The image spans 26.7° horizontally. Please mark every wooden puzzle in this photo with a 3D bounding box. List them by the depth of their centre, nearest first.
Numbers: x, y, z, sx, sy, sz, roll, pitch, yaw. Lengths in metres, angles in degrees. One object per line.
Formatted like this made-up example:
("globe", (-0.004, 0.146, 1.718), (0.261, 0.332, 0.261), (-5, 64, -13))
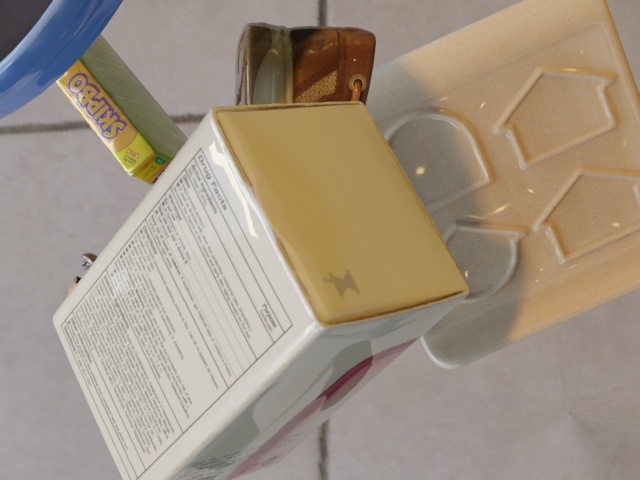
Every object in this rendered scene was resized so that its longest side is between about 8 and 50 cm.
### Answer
("wooden puzzle", (0.204, -0.071, 1.479), (0.322, 0.080, 0.347), (-24, 109, 4))

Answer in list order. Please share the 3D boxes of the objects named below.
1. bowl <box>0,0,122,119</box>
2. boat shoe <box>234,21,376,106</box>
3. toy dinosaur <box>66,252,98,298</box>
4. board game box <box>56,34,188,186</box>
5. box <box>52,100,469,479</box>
("bowl", (-0.262, -0.242, 0.820), (0.391, 0.077, 0.391), (-2, 85, 23))
("boat shoe", (0.000, 0.000, 1.041), (0.123, 0.123, 0.342), (-4, 110, -9))
("toy dinosaur", (-0.105, 0.062, 1.483), (0.164, 0.322, 0.218), (26, 99, 54))
("board game box", (-0.183, -0.134, 1.094), (0.039, 0.124, 0.259), (-42, 66, 10))
("box", (-0.045, 0.040, 0.840), (0.232, 0.127, 0.148), (-46, 64, 41))
